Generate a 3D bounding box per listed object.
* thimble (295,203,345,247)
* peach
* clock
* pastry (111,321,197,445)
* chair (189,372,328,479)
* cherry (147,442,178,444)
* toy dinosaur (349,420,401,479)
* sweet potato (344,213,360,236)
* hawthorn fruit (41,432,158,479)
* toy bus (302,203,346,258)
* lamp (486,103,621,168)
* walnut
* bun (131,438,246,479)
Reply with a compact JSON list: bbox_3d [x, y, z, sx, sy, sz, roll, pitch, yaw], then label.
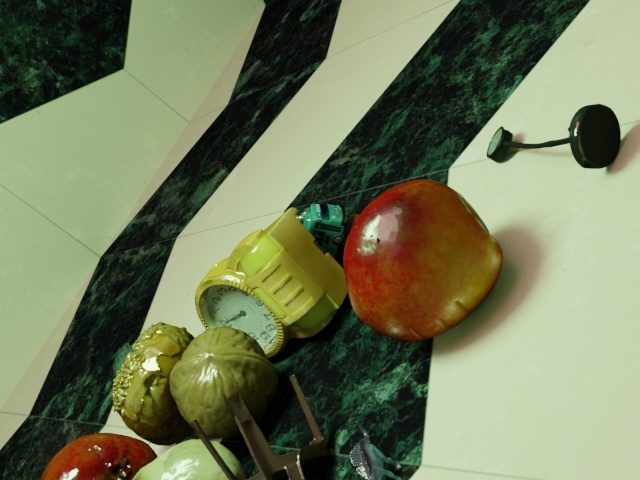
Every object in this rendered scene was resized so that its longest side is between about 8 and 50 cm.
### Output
[{"bbox_3d":[-0.010,-0.017,2.291,0.118,0.090,0.135,-36,25,26],"label":"thimble"},{"bbox_3d":[0.155,0.033,1.704,0.275,0.245,0.248,-45,30,8],"label":"peach"},{"bbox_3d":[-0.115,0.113,2.119,0.317,0.244,0.200,-36,9,41],"label":"clock"},{"bbox_3d":[-0.346,0.306,2.161,0.162,0.311,0.255,17,68,18],"label":"pastry"},{"bbox_3d":[-0.067,0.417,1.722,0.176,0.183,0.326,-37,71,27],"label":"chair"},{"bbox_3d":[-0.417,0.501,2.270,0.226,0.090,0.107,-33,16,17],"label":"cherry"},{"bbox_3d":[0.084,0.354,1.581,0.045,0.080,0.197,-47,23,16],"label":"toy dinosaur"},{"bbox_3d":[0.097,0.025,2.074,0.067,0.059,0.281,-32,27,11],"label":"sweet potato"},{"bbox_3d":[-0.458,0.544,2.078,0.307,0.265,0.265,-52,16,45],"label":"hawthorn fruit"},{"bbox_3d":[0.000,0.000,2.175,0.079,0.092,0.160,-98,22,-58],"label":"toy bus"},{"bbox_3d":[0.415,-0.161,1.805,0.130,0.109,0.371,-69,12,-12],"label":"lamp"},{"bbox_3d":[-0.195,0.283,2.005,0.228,0.228,0.228,-40,25,23],"label":"walnut"},{"bbox_3d":[-0.277,0.525,1.812,0.361,0.213,0.361,-43,23,23],"label":"bun"}]
